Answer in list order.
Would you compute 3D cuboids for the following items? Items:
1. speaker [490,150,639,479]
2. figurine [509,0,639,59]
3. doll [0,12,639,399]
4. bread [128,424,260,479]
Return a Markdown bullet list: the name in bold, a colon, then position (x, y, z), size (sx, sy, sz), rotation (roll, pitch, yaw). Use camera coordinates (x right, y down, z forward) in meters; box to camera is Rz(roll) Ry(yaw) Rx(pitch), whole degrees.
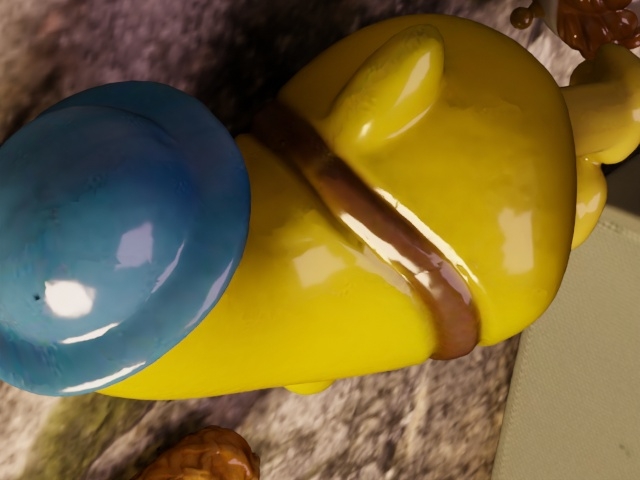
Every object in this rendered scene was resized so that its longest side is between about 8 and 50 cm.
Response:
- **speaker**: position (0.229, 0.115, 1.178), size (0.184, 0.183, 0.406), rotation (-38, 146, -40)
- **figurine**: position (0.146, -0.154, 0.900), size (0.101, 0.068, 0.143), rotation (28, 83, -65)
- **doll**: position (0.000, 0.000, 0.750), size (0.363, 0.145, 0.199), rotation (-14, 136, -42)
- **bread**: position (-0.087, 0.136, 0.848), size (0.157, 0.044, 0.052), rotation (-34, 138, -37)
